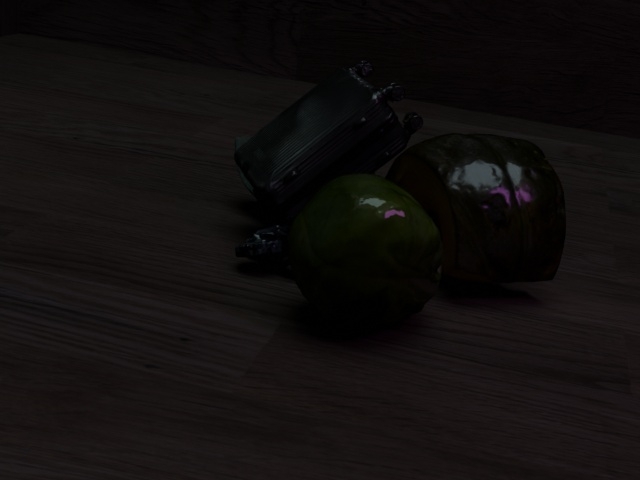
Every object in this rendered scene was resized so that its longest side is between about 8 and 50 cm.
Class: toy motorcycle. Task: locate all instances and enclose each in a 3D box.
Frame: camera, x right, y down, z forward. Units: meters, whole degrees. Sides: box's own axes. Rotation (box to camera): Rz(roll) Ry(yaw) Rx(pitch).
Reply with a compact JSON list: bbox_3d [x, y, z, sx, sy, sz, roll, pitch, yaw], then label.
[{"bbox_3d":[0.000,0.000,1.729,0.270,0.106,0.159,-6,1,9],"label":"toy motorcycle"}]

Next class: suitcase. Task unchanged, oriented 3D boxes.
[{"bbox_3d":[0.006,-0.172,1.836,0.312,0.128,0.202,-38,32,1],"label":"suitcase"}]

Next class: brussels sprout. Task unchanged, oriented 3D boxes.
[{"bbox_3d":[0.074,0.025,1.535,0.271,0.219,0.210,28,13,-45],"label":"brussels sprout"}]

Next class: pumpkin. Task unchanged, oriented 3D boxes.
[{"bbox_3d":[0.262,-0.055,1.784,0.225,0.256,0.303,-4,6,-25],"label":"pumpkin"}]

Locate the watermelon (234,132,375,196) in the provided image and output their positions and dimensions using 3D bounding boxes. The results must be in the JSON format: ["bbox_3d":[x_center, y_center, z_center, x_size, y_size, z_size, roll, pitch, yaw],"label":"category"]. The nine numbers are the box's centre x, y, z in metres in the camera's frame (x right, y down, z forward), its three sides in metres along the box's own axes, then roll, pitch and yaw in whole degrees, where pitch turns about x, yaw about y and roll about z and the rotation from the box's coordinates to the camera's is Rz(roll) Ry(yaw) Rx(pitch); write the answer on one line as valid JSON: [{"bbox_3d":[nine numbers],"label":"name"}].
[{"bbox_3d":[-0.009,-0.135,2.005,0.318,0.226,0.148,26,-8,29],"label":"watermelon"}]
